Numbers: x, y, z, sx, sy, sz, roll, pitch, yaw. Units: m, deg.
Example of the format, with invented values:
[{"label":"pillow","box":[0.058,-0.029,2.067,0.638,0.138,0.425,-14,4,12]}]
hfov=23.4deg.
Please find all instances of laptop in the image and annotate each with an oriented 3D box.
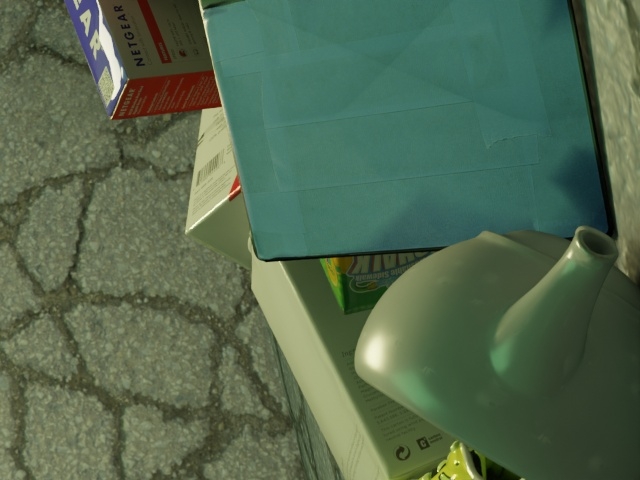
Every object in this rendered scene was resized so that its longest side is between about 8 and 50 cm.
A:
[{"label":"laptop","box":[-0.019,-0.167,1.220,0.408,0.382,0.236,28,-115,-45]}]

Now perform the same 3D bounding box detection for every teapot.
[{"label":"teapot","box":[0.162,0.075,1.162,0.252,0.187,0.256,32,176,-37]}]

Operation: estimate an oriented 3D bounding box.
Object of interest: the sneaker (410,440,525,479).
[{"label":"sneaker","box":[0.151,0.261,1.490,0.384,0.145,0.147,-7,85,56]}]

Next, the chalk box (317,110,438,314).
[{"label":"chalk box","box":[0.077,-0.053,1.527,0.180,0.179,0.289,-116,17,-58]}]

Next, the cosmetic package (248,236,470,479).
[{"label":"cosmetic package","box":[0.056,0.128,1.794,0.217,0.156,0.385,95,152,-61]}]

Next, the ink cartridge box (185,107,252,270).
[{"label":"ink cartridge box","box":[-0.063,-0.130,1.998,0.197,0.114,0.273,-37,35,36]}]

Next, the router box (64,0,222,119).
[{"label":"router box","box":[-0.151,-0.314,1.808,0.082,0.301,0.335,-54,52,52]}]
